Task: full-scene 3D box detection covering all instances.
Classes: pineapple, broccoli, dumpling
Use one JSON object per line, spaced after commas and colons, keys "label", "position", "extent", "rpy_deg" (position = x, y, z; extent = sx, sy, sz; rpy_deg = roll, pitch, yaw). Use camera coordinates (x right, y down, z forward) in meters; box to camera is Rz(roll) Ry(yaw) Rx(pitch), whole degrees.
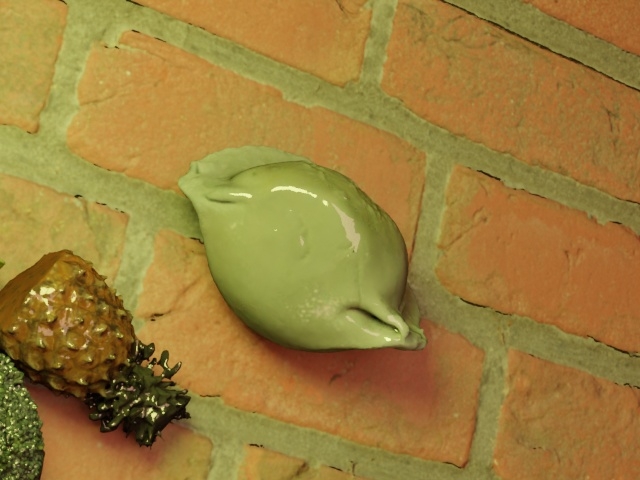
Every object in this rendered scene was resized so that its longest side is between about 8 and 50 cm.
{"label": "pineapple", "position": [-0.262, 0.148, 1.474], "extent": [0.279, 0.158, 0.158], "rpy_deg": [51, 62, -22]}
{"label": "broccoli", "position": [-0.400, 0.218, 1.359], "extent": [0.226, 0.176, 0.198], "rpy_deg": [50, 32, 8]}
{"label": "dumpling", "position": [0.003, 0.009, 1.587], "extent": [0.270, 0.212, 0.321], "rpy_deg": [-30, 104, -31]}

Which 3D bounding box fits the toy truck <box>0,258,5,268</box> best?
{"label": "toy truck", "position": [-0.476, -0.010, 1.376], "extent": [0.259, 0.135, 0.128], "rpy_deg": [29, 55, -18]}
